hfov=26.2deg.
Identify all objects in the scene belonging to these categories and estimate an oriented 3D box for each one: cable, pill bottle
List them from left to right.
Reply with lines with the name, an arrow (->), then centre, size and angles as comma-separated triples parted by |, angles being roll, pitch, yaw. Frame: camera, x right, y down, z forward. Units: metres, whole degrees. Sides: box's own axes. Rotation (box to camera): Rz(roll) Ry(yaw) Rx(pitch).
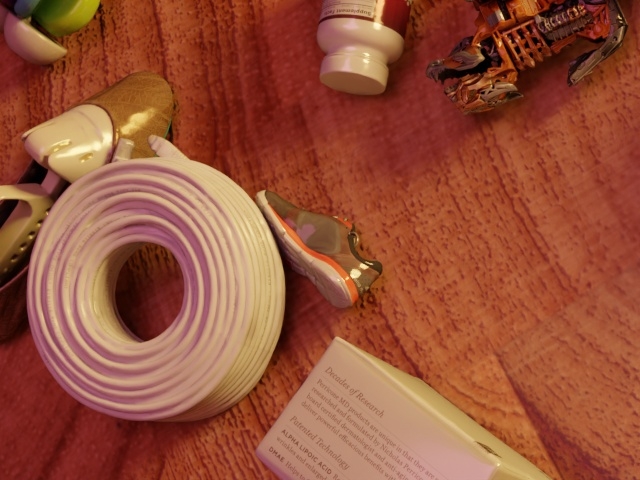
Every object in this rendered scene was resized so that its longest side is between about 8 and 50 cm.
cable -> -0.158, 0.047, 1.313 | 0.257, 0.089, 0.257 | 30, 98, 21
pill bottle -> 0.044, -0.221, 1.320 | 0.086, 0.086, 0.152 | 4, 77, 29

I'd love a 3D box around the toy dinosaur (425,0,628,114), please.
toy dinosaur -> 0.212, -0.264, 1.240 | 0.322, 0.164, 0.218 | -40, 73, -10

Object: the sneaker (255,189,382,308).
sneaker -> 0.000, 0.000, 1.300 | 0.065, 0.061, 0.158 | -34, 58, -17

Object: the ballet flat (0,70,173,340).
ballet flat -> -0.286, -0.044, 1.412 | 0.342, 0.124, 0.116 | -50, 60, 5

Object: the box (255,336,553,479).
box -> 0.078, 0.190, 1.113 | 0.182, 0.181, 0.119 | 37, 92, 32

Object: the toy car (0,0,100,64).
toy car -> -0.322, -0.296, 1.505 | 0.182, 0.136, 0.159 | 39, 93, 31
